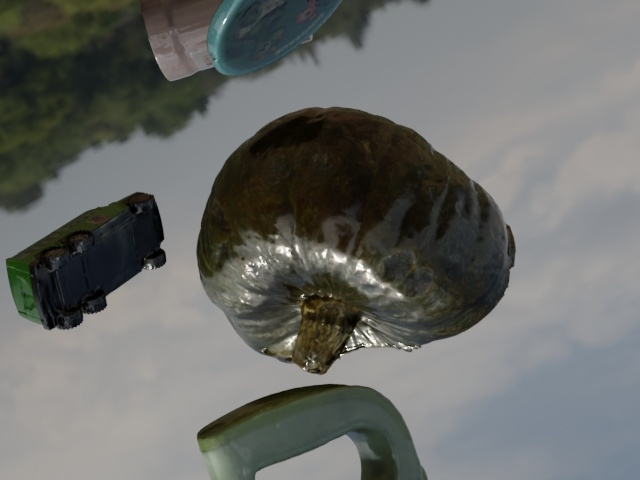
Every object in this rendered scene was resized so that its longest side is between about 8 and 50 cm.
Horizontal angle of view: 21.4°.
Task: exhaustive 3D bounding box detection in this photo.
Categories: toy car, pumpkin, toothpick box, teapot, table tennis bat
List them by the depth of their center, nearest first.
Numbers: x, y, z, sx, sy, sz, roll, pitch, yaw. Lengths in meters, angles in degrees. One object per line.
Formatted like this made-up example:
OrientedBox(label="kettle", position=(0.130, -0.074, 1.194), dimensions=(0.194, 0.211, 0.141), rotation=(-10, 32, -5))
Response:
OrientedBox(label="table tennis bat", position=(-0.029, -0.166, 1.068), dimensions=(0.124, 0.033, 0.201), rotation=(-42, 165, -4))
OrientedBox(label="teapot", position=(0.007, 0.290, 1.352), dimensions=(0.239, 0.321, 0.239), rotation=(-26, 166, -47))
OrientedBox(label="toy car", position=(-0.200, 0.014, 1.471), dimensions=(0.062, 0.071, 0.165), rotation=(9, -150, 33))
OrientedBox(label="pumpkin", position=(0.000, 0.000, 1.665), dimensions=(0.325, 0.232, 0.242), rotation=(-12, -129, 32))
OrientedBox(label="toothpick box", position=(-0.092, -0.224, 1.674), dimensions=(0.149, 0.098, 0.098), rotation=(-15, -172, 7))
